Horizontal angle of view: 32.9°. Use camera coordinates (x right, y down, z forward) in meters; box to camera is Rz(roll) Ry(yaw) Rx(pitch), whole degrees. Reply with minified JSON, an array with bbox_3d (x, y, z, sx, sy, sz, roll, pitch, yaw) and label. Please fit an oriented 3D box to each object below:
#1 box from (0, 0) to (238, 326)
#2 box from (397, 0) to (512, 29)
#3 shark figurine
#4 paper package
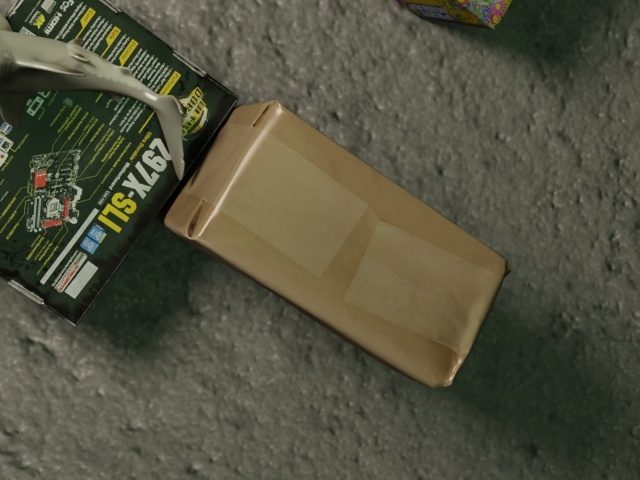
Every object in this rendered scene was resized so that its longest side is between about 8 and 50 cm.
[{"bbox_3d":[-0.288,-0.107,1.207,0.257,0.079,0.322,35,89,-18],"label":"box"},{"bbox_3d":[0.134,-0.446,1.251,0.279,0.177,0.290,29,90,-31],"label":"box"},{"bbox_3d":[-0.274,-0.153,1.131,0.278,0.166,0.116,12,121,-32],"label":"shark figurine"},{"bbox_3d":[0.000,0.000,1.240,0.324,0.309,0.168,33,85,-16],"label":"paper package"}]
